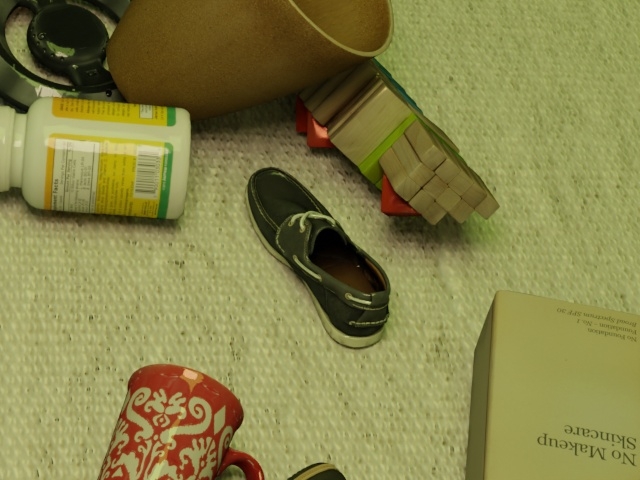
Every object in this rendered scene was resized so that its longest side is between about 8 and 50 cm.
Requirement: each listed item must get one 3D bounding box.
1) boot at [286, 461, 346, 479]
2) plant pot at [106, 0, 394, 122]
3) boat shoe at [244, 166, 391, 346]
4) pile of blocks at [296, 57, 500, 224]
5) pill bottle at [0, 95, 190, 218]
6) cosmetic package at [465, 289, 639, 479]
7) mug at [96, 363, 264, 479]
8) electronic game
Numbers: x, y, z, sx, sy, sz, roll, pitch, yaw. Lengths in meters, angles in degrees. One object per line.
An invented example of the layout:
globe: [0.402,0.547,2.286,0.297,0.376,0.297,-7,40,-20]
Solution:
boot: [0.011,0.272,1.685,0.137,0.077,0.198,-3,33,34]
plant pot: [-0.096,-0.231,1.994,0.237,0.254,0.237,39,34,-32]
boat shoe: [0.000,0.000,1.959,0.084,0.079,0.233,-21,56,-24]
pile of blocks: [0.051,-0.116,2.067,0.112,0.149,0.362,-44,50,10]
pill bottle: [-0.241,-0.086,1.957,0.208,0.117,0.117,4,50,-8]
cosmetic package: [0.222,0.208,1.805,0.160,0.113,0.309,10,48,-3]
mug: [-0.131,0.216,1.731,0.150,0.113,0.169,17,53,5]
electronic game: [-0.278,-0.220,2.106,0.229,0.048,0.229,10,52,-13]
